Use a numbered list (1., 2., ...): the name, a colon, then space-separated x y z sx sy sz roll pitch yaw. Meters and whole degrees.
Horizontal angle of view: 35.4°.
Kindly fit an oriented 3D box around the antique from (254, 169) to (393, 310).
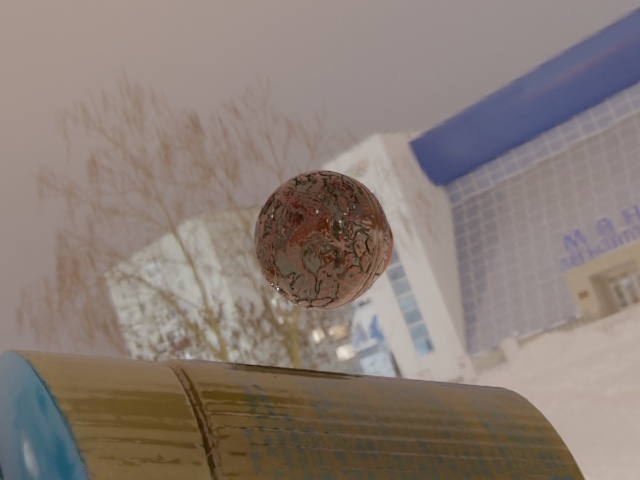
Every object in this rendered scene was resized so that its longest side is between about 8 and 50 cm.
1. antique: 0.000 0.000 0.706 0.104 0.104 0.104 -20 -9 -3

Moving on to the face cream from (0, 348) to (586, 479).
1. face cream: -0.001 0.115 0.460 0.285 0.139 0.067 10 -54 -30
